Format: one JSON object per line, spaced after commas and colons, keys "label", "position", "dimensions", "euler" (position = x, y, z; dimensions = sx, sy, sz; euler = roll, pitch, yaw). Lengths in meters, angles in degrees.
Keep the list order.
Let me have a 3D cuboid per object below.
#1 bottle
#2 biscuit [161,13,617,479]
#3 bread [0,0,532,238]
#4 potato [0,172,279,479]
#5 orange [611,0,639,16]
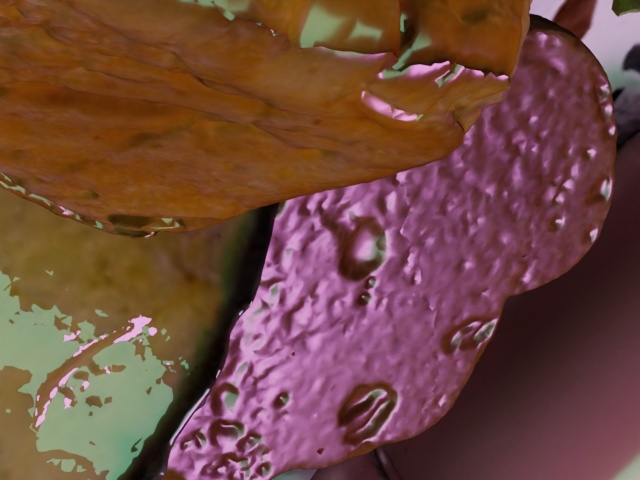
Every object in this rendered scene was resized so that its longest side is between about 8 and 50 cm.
{"label": "bottle", "position": [0.132, 0.092, 0.993], "dimensions": [0.297, 0.173, 0.206], "euler": [-45, 179, 8]}
{"label": "biscuit", "position": [0.000, 0.000, 0.776], "dimensions": [0.290, 0.041, 0.208], "euler": [-21, 123, -26]}
{"label": "bread", "position": [-0.045, -0.090, 0.426], "dimensions": [0.143, 0.158, 0.149], "euler": [18, 77, -38]}
{"label": "potato", "position": [-0.160, -0.041, 0.549], "dimensions": [0.266, 0.229, 0.229], "euler": [34, 105, -34]}
{"label": "orange", "position": [0.216, -0.200, 0.678], "dimensions": [0.301, 0.223, 0.300], "euler": [-24, 138, -21]}
